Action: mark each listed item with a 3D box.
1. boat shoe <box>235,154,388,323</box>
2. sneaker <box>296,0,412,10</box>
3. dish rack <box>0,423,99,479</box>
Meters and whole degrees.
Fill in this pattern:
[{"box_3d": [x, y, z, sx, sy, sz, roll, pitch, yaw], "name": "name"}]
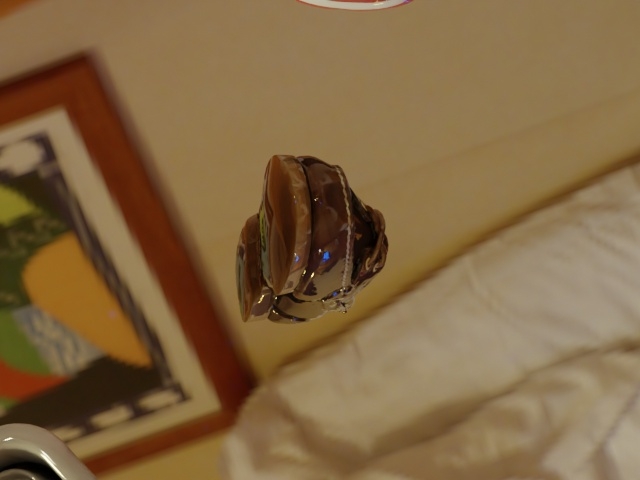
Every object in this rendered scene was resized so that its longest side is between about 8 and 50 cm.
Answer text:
[{"box_3d": [0.000, 0.000, 0.968, 0.207, 0.073, 0.073, 129, 140, -77], "name": "boat shoe"}, {"box_3d": [-0.038, -0.211, 1.105, 0.128, 0.221, 0.087, 36, -105, -75], "name": "sneaker"}, {"box_3d": [-0.179, 0.304, 1.100, 0.333, 0.285, 0.072, 42, 173, 29], "name": "dish rack"}]
